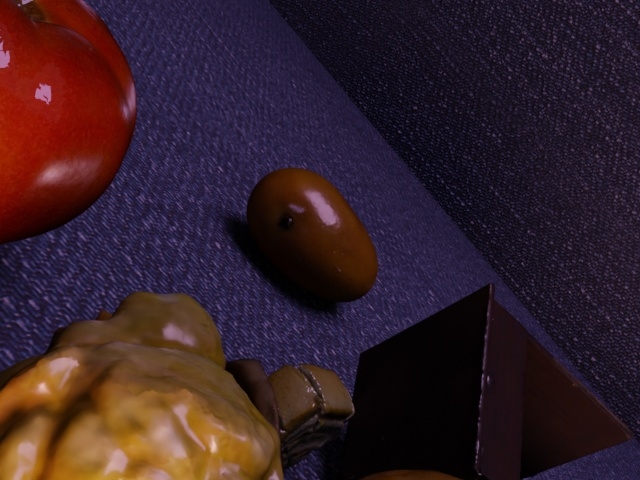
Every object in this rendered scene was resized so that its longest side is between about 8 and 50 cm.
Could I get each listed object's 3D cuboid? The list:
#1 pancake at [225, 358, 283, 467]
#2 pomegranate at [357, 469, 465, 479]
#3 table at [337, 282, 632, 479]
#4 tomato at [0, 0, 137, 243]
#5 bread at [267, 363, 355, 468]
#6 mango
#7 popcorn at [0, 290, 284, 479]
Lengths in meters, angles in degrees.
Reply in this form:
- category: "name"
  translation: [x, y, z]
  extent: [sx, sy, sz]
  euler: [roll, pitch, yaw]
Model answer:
- category: "pancake"
  translation: [-0.052, 0.201, 0.686]
  extent: [0.031, 0.250, 0.250]
  euler: [-1, 36, -18]
- category: "pomegranate"
  translation: [0.081, 0.287, 0.706]
  extent: [0.260, 0.260, 0.260]
  euler: [43, 16, -15]
- category: "table"
  translation: [0.187, 0.250, 1.067]
  extent: [0.282, 0.196, 0.250]
  euler: [42, 36, -21]
- category: "tomato"
  translation: [-0.294, -0.120, 0.783]
  extent: [0.298, 0.226, 0.298]
  euler: [49, 16, -20]
- category: "bread"
  translation: [-0.026, 0.174, 0.957]
  extent: [0.064, 0.117, 0.156]
  euler: [51, 16, 22]
- category: "mango"
  translation: [0.000, 0.003, 1.428]
  extent: [0.254, 0.139, 0.175]
  euler: [43, 18, -36]
- category: "popcorn"
  translation: [-0.137, 0.138, 0.561]
  extent: [0.192, 0.233, 0.266]
  euler: [27, 46, -16]
